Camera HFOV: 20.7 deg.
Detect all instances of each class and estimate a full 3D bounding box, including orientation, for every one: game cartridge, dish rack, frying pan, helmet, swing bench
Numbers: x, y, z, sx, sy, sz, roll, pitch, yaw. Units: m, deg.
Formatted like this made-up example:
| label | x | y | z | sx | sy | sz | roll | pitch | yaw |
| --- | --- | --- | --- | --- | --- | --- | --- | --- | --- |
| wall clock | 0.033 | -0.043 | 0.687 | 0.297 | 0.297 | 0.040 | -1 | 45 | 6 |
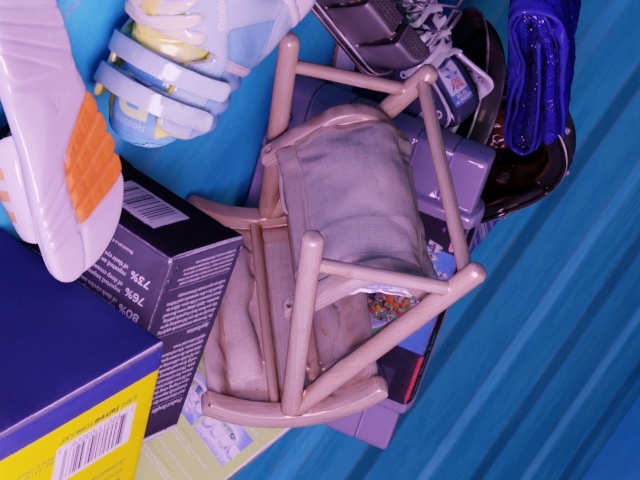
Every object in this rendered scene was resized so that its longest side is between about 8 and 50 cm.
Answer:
| label | x | y | z | sx | sy | sz | roll | pitch | yaw |
| --- | --- | --- | --- | --- | --- | --- | --- | --- | --- |
| game cartridge | 0.023 | 0.028 | 1.770 | 0.068 | 0.230 | 0.355 | -46 | 157 | -58 |
| dish rack | 0.084 | -0.307 | 1.593 | 0.208 | 0.074 | 0.271 | 48 | 66 | -35 |
| frying pan | 0.126 | -0.095 | 1.897 | 0.197 | 0.053 | 0.326 | -111 | -142 | -63 |
| helmet | 0.210 | -0.112 | 2.021 | 0.161 | 0.169 | 0.169 | -33 | 150 | -11 |
| swing bench | 0.000 | 0.000 | 1.555 | 0.165 | 0.253 | 0.255 | 11 | 137 | -22 |

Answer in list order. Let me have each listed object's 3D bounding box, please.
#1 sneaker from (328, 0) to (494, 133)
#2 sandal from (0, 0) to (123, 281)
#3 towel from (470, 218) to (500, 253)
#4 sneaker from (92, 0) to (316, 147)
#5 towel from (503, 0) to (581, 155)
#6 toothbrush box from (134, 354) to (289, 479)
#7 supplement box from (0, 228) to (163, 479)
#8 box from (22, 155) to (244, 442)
| label | x | y | z | sx | sy | sz | roll | pitch | yaw |
| --- | --- | --- | --- | --- | --- | --- | --- | --- | --- |
| sneaker | 0.095 | -0.210 | 1.714 | 0.099 | 0.153 | 0.282 | -40 | 150 | -35 |
| sandal | -0.227 | -0.095 | 1.364 | 0.102 | 0.076 | 0.265 | -44 | 132 | -44 |
| towel | 0.180 | -0.053 | 2.210 | 0.336 | 0.040 | 0.243 | -49 | 156 | -14 |
| sneaker | -0.118 | -0.186 | 1.382 | 0.208 | 0.127 | 0.319 | -56 | 155 | -6 |
| towel | 0.244 | -0.272 | 1.842 | 0.228 | 0.076 | 0.308 | 85 | 13 | -55 |
| toothbrush box | -0.161 | 0.213 | 1.689 | 0.283 | 0.122 | 0.206 | -37 | 176 | -40 |
| supplement box | -0.289 | 0.207 | 1.442 | 0.195 | 0.194 | 0.357 | -29 | 143 | -47 |
| box | -0.181 | 0.056 | 1.517 | 0.108 | 0.153 | 0.207 | -19 | 136 | -55 |
